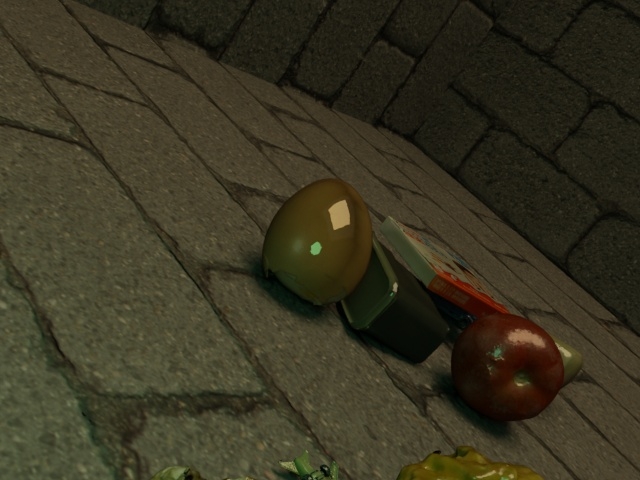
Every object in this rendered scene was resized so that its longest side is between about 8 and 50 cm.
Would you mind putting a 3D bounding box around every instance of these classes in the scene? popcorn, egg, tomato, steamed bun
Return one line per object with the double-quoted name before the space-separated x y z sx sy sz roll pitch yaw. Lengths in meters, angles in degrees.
"popcorn" 0.191 0.346 0.985 0.191 0.190 0.253 50 18 21
"egg" 0.000 0.000 1.472 0.201 0.244 0.201 19 -11 4
"tomato" 0.355 0.242 1.517 0.208 0.208 0.184 32 3 -10
"steamed bun" 0.481 0.277 1.760 0.170 0.152 0.239 34 1 22

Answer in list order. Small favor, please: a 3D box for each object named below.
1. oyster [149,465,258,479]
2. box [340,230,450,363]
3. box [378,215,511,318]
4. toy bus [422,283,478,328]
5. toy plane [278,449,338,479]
"oyster" -0.054 0.343 0.750 0.166 0.094 0.294 -4 49 -36
"box" 0.135 0.115 1.588 0.178 0.138 0.274 37 16 -24
"box" 0.285 0.074 1.794 0.273 0.048 0.265 28 16 -33
"toy bus" 0.311 0.142 1.897 0.167 0.076 0.073 33 16 -5
"toy plane" -0.002 0.308 0.975 0.102 0.040 0.111 -16 49 -44
